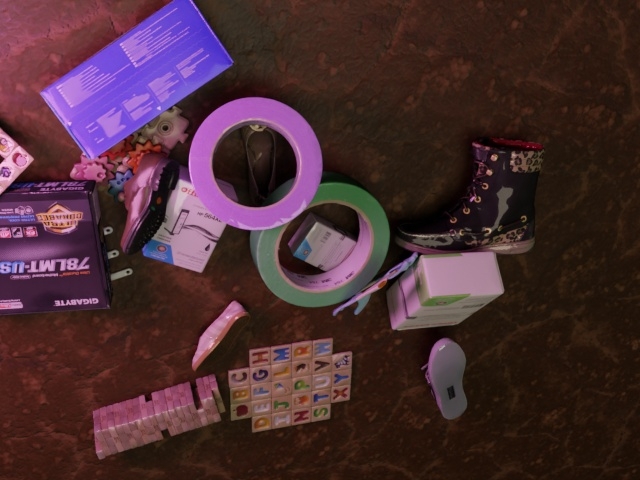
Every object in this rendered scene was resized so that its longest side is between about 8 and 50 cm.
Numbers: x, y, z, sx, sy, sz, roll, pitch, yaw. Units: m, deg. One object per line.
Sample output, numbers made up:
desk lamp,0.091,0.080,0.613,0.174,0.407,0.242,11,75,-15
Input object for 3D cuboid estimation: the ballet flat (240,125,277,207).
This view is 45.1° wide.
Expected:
ballet flat,-0.134,-0.185,1.725,0.084,0.058,0.249,-7,120,-15

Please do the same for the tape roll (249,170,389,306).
tape roll,0.000,0.000,1.792,0.321,0.077,0.321,-8,118,-15

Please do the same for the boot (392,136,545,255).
boot,0.373,-0.105,1.893,0.378,0.138,0.284,1,114,-11

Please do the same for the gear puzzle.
gear puzzle,-0.374,-0.225,1.631,0.175,0.044,0.339,28,107,-29

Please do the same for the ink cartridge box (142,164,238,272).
ink cartridge box,-0.297,-0.048,1.733,0.148,0.086,0.203,19,112,-26

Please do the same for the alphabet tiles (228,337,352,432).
alphabet tiles,-0.079,0.397,2.104,0.343,0.011,0.285,-7,121,-15

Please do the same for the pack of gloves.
pack of gloves,0.141,0.117,1.860,0.195,0.232,0.046,-34,89,-39

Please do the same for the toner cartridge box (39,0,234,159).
toner cartridge box,-0.360,-0.324,1.534,0.348,0.075,0.165,-33,102,2

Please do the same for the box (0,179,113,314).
box,-0.611,0.018,1.645,0.296,0.073,0.293,-2,117,-5

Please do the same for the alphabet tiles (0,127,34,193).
alphabet tiles,-0.721,-0.175,1.517,0.198,0.009,0.237,-44,102,6

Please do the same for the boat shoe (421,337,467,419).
boat shoe,0.349,0.372,2.176,0.113,0.105,0.306,-27,130,-7

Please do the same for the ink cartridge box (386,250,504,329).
ink cartridge box,0.304,0.129,1.934,0.199,0.114,0.273,-3,159,-17

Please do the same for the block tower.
block tower,-0.418,0.448,1.975,0.336,0.091,0.097,-17,122,-9

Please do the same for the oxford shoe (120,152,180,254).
oxford shoe,-0.380,-0.079,1.640,0.227,0.096,0.083,-67,159,5

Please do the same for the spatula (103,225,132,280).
spatula,-0.566,0.060,1.747,0.242,0.019,0.168,-19,122,-7

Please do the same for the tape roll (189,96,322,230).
tape roll,-0.136,-0.158,1.622,0.275,0.090,0.274,0,91,-6

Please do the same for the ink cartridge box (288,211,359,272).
ink cartridge box,0.024,0.018,1.891,0.180,0.060,0.104,28,106,-29

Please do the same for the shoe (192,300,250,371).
shoe,-0.257,0.242,1.937,0.219,0.058,0.077,-50,152,17
